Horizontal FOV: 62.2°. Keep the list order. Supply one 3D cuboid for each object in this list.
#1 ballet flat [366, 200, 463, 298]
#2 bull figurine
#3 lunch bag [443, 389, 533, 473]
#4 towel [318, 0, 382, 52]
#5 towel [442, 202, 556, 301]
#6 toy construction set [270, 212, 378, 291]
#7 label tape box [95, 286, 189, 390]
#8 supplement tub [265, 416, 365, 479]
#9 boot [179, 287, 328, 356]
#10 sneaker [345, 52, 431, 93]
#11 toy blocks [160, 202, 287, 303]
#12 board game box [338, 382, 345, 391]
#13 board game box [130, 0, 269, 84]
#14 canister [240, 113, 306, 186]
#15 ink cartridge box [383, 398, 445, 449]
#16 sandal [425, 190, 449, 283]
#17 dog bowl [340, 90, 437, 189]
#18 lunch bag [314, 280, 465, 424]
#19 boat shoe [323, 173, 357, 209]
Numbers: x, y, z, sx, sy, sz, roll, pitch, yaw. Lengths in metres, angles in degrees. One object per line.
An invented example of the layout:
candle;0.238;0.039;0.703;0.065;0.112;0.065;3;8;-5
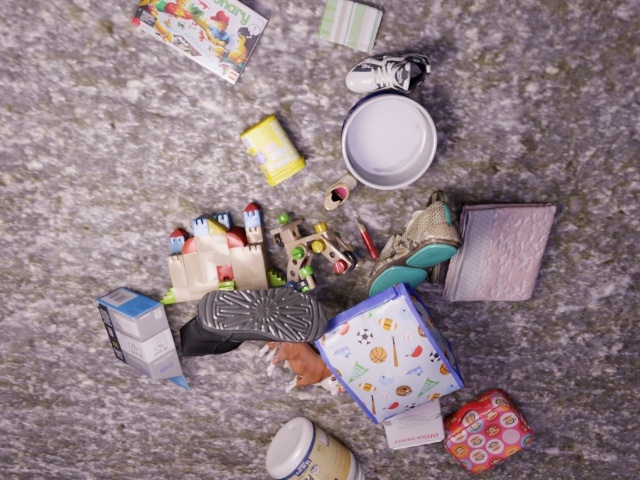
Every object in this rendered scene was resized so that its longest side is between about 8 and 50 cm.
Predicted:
ballet flat;0.270;0.030;1.576;0.163;0.182;0.483;10;152;-14
bull figurine;-0.063;0.431;1.809;0.188;0.101;0.310;-35;111;8
lunch bag;0.589;0.686;1.928;0.293;0.120;0.258;-38;109;15
towel;0.079;-0.579;1.423;0.151;0.023;0.113;14;110;-5
towel;0.558;0.044;1.655;0.316;0.053;0.332;-1;116;-15
toy construction set;0.000;0.000;1.583;0.308;0.257;0.238;-22;86;-29
label tape box;-0.565;0.337;1.690;0.240;0.105;0.334;11;120;41
supplement tub;-0.014;0.812;1.910;0.316;0.228;0.228;41;107;-17
boot;-0.221;0.274;1.600;0.366;0.146;0.445;12;152;-17
sneaker;0.187;-0.440;1.411;0.234;0.153;0.094;-5;112;1
toy blocks;-0.312;0.033;1.610;0.380;0.191;0.261;-8;102;5
board game box;0.113;0.385;1.788;0.124;0.039;0.260;-11;109;-25
board game box;-0.313;-0.576;1.394;0.305;0.053;0.193;28;110;-13
canister;-0.137;-0.260;1.526;0.126;0.073;0.170;-29;110;11
ink cartridge box;0.311;0.576;1.874;0.207;0.117;0.283;-12;113;4
sandal;0.367;-0.003;1.631;0.086;0.120;0.303;-1;114;-18
dog bowl;0.189;-0.284;1.506;0.264;0.104;0.265;-1;113;-1
lunch bag;0.201;0.321;1.614;0.327;0.239;0.386;-31;121;14
boat shoe;0.046;-0.131;1.552;0.063;0.059;0.170;38;145;-2
